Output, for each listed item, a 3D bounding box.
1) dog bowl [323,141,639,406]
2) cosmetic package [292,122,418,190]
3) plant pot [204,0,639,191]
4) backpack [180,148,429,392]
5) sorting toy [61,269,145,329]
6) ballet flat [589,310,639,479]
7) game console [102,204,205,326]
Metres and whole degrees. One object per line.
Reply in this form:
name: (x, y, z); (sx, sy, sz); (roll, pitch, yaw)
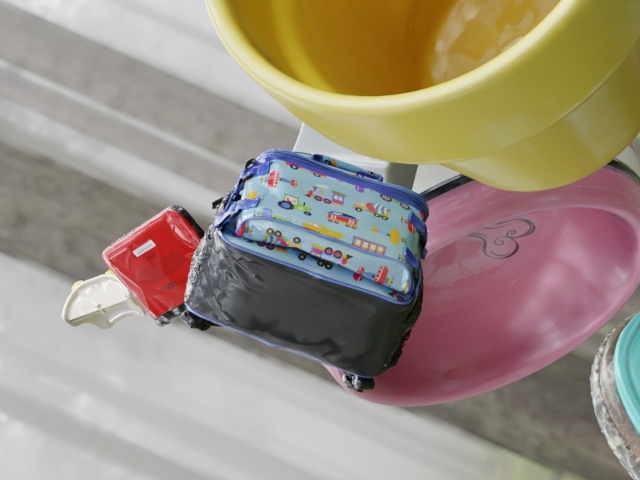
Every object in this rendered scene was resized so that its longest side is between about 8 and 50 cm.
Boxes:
dog bowl: (0.145, 0.012, 1.865); (0.408, 0.408, 0.150); (108, 146, -50)
cosmetic package: (0.038, -0.089, 1.562); (0.231, 0.085, 0.117); (-70, -17, -49)
plant pot: (0.093, -0.143, 1.107); (0.254, 0.254, 0.239); (-65, -31, -9)
backpack: (0.000, 0.000, 1.312); (0.173, 0.158, 0.117); (-70, 2, -58)
sorting toy: (-0.231, 0.073, 2.085); (0.075, 0.083, 0.045); (51, -155, -52)
ballet flat: (0.368, 0.182, 1.004); (0.164, 0.483, 0.182); (-60, -23, -27)
game console: (-0.096, 0.016, 1.619); (0.085, 0.124, 0.144); (-46, 10, -35)
